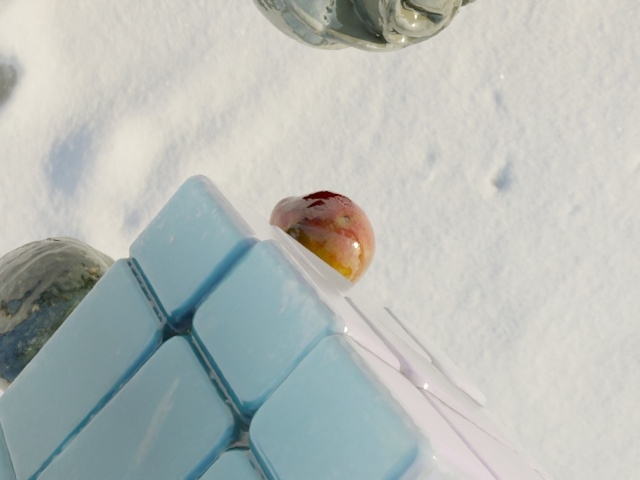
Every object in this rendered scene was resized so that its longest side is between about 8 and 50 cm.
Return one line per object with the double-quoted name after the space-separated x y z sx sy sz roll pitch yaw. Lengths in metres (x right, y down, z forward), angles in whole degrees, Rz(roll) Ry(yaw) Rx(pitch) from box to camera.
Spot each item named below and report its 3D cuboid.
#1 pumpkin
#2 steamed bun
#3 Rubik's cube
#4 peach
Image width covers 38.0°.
-0.396 0.136 1.449 0.257 0.327 0.291 -43 117 -5 "pumpkin"
0.084 -0.380 1.203 0.367 0.255 0.342 -28 167 6 "steamed bun"
-0.029 0.205 0.649 0.322 0.316 0.319 -47 131 6 "Rubik's cube"
0.001 -0.001 0.845 0.101 0.101 0.101 -7 126 -9 "peach"
